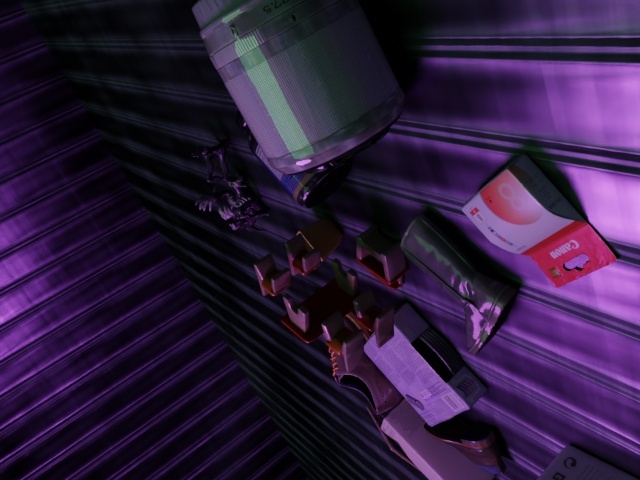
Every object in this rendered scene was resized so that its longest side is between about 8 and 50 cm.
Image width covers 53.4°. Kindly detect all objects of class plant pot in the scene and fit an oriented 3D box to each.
[{"bbox_3d":[0.000,0.000,1.393,0.081,0.083,0.081,51,157,5],"label":"plant pot"}]

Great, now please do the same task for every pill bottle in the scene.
[{"bbox_3d":[-0.057,-0.176,1.194,0.219,0.123,0.123,48,157,14],"label":"pill bottle"}]

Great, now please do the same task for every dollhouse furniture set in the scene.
[{"bbox_3d":[0.046,0.099,1.215,0.262,0.259,0.135,37,150,36],"label":"dollhouse furniture set"}]

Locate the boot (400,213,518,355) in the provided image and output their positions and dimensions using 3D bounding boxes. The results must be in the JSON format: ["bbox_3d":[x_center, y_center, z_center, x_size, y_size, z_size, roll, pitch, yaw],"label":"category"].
[{"bbox_3d":[0.220,0.077,1.086,0.208,0.076,0.190,35,138,23],"label":"boot"}]

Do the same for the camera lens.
[{"bbox_3d":[-0.025,-0.247,0.898,0.219,0.219,0.274,5,128,62],"label":"camera lens"}]

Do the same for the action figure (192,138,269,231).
[{"bbox_3d":[-0.239,-0.113,1.630,0.164,0.141,0.276,6,128,46],"label":"action figure"}]

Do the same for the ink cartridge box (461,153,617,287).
[{"bbox_3d":[0.288,-0.012,0.863,0.179,0.045,0.145,53,159,8],"label":"ink cartridge box"}]

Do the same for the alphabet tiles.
[{"bbox_3d":[0.234,0.555,1.700,0.237,0.009,0.198,40,-177,-22],"label":"alphabet tiles"}]

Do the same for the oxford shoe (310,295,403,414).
[{"bbox_3d":[0.066,0.280,1.609,0.363,0.132,0.130,41,155,28],"label":"oxford shoe"}]

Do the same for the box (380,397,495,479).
[{"bbox_3d":[0.283,0.516,1.563,0.275,0.113,0.094,45,157,22],"label":"box"}]

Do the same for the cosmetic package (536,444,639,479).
[{"bbox_3d":[0.557,0.539,0.989,0.453,0.161,0.230,16,138,55],"label":"cosmetic package"}]

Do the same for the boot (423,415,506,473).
[{"bbox_3d":[0.324,0.465,1.444,0.106,0.082,0.219,60,155,-10],"label":"boot"}]

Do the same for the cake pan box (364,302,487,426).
[{"bbox_3d":[0.218,0.279,1.400,0.246,0.070,0.267,46,157,12],"label":"cake pan box"}]
